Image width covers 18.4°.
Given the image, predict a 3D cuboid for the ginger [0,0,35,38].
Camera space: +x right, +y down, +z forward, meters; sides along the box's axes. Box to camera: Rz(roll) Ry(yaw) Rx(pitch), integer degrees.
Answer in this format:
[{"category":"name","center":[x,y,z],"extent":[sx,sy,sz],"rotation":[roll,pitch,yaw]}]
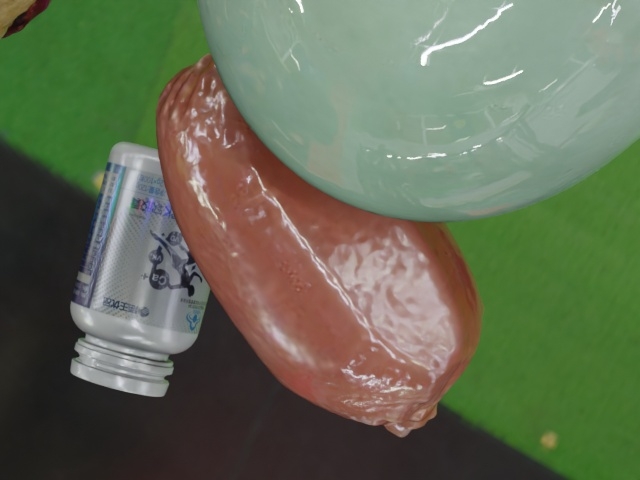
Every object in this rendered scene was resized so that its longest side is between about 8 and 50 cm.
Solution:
[{"category":"ginger","center":[-0.303,-0.145,1.128],"extent":[0.348,0.122,0.363],"rotation":[21,120,3]}]

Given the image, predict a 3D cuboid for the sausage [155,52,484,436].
[{"category":"sausage","center":[0.000,0.000,1.164],"extent":[0.148,0.148,0.254],"rotation":[-30,94,37]}]

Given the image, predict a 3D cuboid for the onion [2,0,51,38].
[{"category":"onion","center":[-0.248,-0.214,1.313],"extent":[0.177,0.153,0.177],"rotation":[-3,110,-9]}]

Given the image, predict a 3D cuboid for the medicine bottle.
[{"category":"medicine bottle","center":[-0.139,0.024,1.588],"extent":[0.107,0.107,0.191],"rotation":[15,90,19]}]

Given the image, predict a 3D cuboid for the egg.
[{"category":"egg","center":[0.078,-0.170,0.956],"extent":[0.276,0.276,0.389],"rotation":[29,140,9]}]
